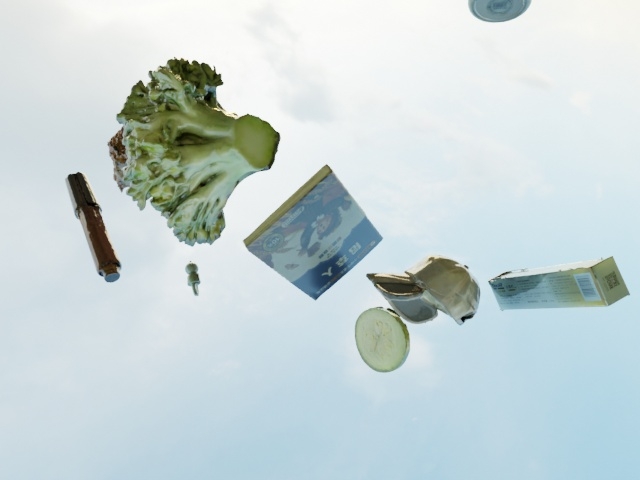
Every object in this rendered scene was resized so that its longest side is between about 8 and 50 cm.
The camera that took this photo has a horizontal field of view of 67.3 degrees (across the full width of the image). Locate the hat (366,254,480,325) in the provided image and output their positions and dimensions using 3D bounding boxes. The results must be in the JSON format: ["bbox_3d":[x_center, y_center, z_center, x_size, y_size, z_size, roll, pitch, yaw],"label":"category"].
[{"bbox_3d":[0.249,0.114,1.177,0.275,0.232,0.161,5,-115,27],"label":"hat"}]

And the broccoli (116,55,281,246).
[{"bbox_3d":[-0.196,-0.143,0.793,0.245,0.288,0.248,-1,-134,39],"label":"broccoli"}]

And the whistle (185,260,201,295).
[{"bbox_3d":[-0.327,0.096,1.237,0.035,0.035,0.100,-4,-119,-26],"label":"whistle"}]

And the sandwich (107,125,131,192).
[{"bbox_3d":[-0.424,-0.203,1.171,0.159,0.235,0.079,-23,-137,-33],"label":"sandwich"}]

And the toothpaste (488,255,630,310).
[{"bbox_3d":[0.484,0.099,1.022,0.071,0.313,0.089,-24,-92,-19],"label":"toothpaste"}]

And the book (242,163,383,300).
[{"bbox_3d":[0.000,0.000,1.375,0.300,0.428,0.039,-43,-126,2],"label":"book"}]

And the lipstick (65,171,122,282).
[{"bbox_3d":[-0.665,-0.047,1.404,0.077,0.077,0.418,-13,-127,-33],"label":"lipstick"}]

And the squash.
[{"bbox_3d":[0.201,0.328,1.590,0.041,0.219,0.219,0,-134,-43],"label":"squash"}]

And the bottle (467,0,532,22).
[{"bbox_3d":[0.359,-0.565,0.932,0.120,0.120,0.253,12,-100,-12],"label":"bottle"}]
